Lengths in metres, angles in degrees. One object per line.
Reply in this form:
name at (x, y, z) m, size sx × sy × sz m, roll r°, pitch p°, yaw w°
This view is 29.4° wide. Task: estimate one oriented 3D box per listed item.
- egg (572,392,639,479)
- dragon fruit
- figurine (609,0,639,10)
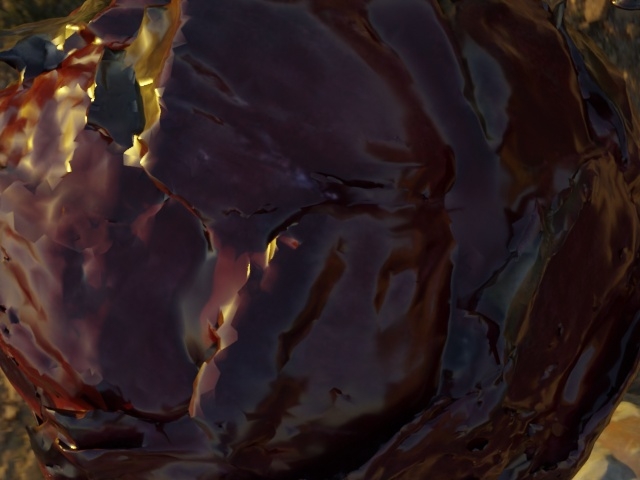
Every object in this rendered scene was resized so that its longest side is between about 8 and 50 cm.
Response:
egg at (0.290, 0.281, 1.166) m, size 0.310 × 0.279 × 0.279 m, roll -16°, pitch 80°, yaw 34°
dragon fruit at (0.000, 0.001, 0.568) m, size 0.329 × 0.329 × 0.329 m, roll -2°, pitch 84°, yaw 16°
figurine at (0.422, -0.490, 1.606) m, size 0.167 × 0.281 × 0.370 m, roll 3°, pitch 127°, yaw 14°
